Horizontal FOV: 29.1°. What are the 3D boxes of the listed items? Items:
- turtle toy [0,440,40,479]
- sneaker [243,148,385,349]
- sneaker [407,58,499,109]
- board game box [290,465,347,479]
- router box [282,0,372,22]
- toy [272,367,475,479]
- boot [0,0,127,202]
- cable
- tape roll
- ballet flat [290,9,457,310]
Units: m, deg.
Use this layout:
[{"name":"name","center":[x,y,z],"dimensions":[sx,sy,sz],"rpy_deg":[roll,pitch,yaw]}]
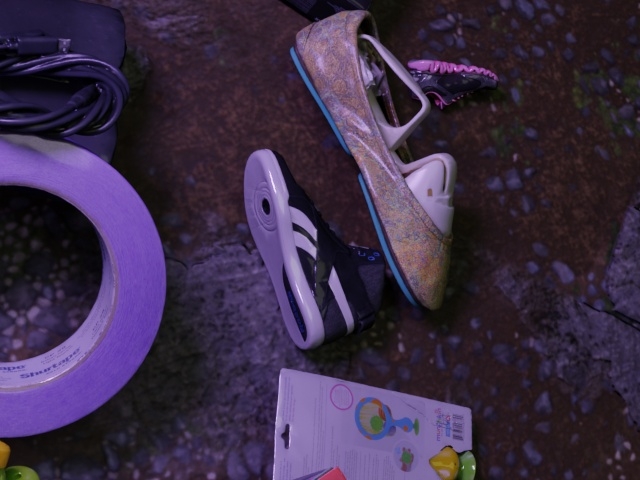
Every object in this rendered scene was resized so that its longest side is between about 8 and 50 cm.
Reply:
[{"name":"turtle toy","center":[-0.307,0.212,1.081],"dimensions":[0.130,0.066,0.095],"rpy_deg":[19,90,-20]},{"name":"sneaker","center":[0.000,0.000,1.322],"dimensions":[0.121,0.079,0.216],"rpy_deg":[-15,88,-29]},{"name":"sneaker","center":[0.156,-0.182,1.466],"dimensions":[0.119,0.047,0.057],"rpy_deg":[4,94,-21]},{"name":"board game box","center":[-0.120,0.296,1.034],"dimensions":[0.242,0.316,0.064],"rpy_deg":[-30,87,-27]},{"name":"router box","center":[-0.040,-0.419,1.431],"dimensions":[0.309,0.081,0.243],"rpy_deg":[33,64,-10]},{"name":"toy","center":[0.050,0.224,1.277],"dimensions":[0.237,0.056,0.136],"rpy_deg":[14,65,-24]},{"name":"boot","center":[-0.403,-0.253,1.185],"dimensions":[0.445,0.146,0.366],"rpy_deg":[10,78,-17]},{"name":"cable","center":[-0.264,-0.132,1.088],"dimensions":[0.185,0.047,0.150],"rpy_deg":[-13,46,-42]},{"name":"tape roll","center":[-0.282,0.034,1.116],"dimensions":[0.275,0.090,0.274],"rpy_deg":[-3,101,-16]},{"name":"ballet flat","center":[0.082,-0.097,1.348],"dimensions":[0.123,0.123,0.348],"rpy_deg":[-20,80,-27]}]
